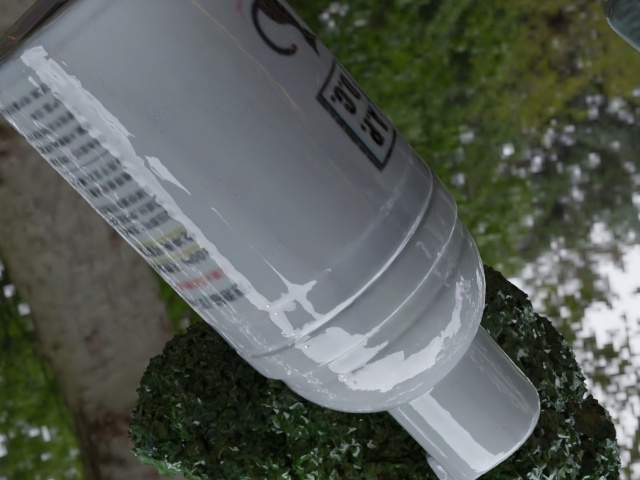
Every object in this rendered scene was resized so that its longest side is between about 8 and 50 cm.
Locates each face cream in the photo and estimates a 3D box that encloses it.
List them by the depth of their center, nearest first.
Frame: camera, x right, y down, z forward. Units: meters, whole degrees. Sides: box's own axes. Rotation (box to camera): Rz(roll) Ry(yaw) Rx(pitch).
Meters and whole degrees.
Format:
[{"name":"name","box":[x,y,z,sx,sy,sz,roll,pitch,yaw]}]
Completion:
[{"name":"face cream","box":[0.000,0.000,0.734,0.145,0.369,0.145,-38,-159,17]}]

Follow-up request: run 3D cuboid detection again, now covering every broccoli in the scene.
[{"name":"broccoli","box":[0.067,0.155,1.129,0.321,0.310,0.413,1,176,45]}]

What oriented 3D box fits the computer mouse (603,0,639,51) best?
[{"name":"computer mouse","box":[0.335,-0.254,1.180,0.128,0.231,0.079,31,-156,13]}]
